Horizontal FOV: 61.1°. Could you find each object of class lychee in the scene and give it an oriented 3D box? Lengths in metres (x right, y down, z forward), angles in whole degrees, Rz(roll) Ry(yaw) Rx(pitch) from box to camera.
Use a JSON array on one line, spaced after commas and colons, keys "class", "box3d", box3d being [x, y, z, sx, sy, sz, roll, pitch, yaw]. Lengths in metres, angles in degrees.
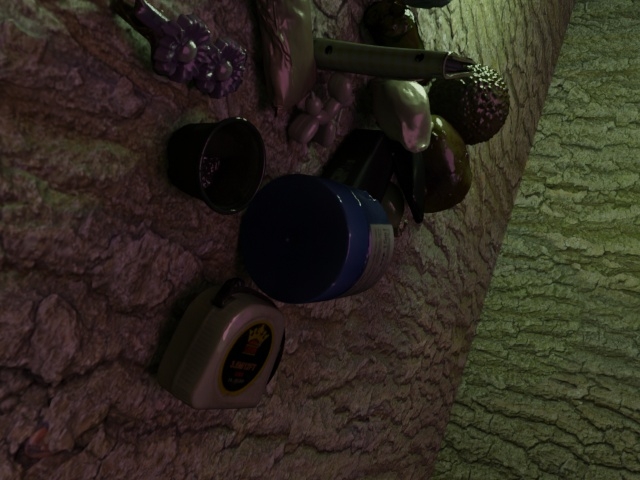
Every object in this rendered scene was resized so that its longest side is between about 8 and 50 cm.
[{"class": "lychee", "box3d": [0.449, -0.418, 1.662, 0.274, 0.255, 0.256, 5, 97, -76]}]

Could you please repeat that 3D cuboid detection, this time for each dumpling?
[{"class": "dumpling", "box3d": [0.210, -0.323, 1.350, 0.162, 0.250, 0.132, -7, 154, -24]}]

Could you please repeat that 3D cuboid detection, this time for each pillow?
[{"class": "pillow", "box3d": [-0.065, -0.388, 1.018, 0.173, 0.067, 0.270, -50, 140, -46]}]

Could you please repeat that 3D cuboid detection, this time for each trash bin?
[{"class": "trash bin", "box3d": [0.091, -0.142, 1.327, 0.226, 0.115, 0.165, -60, 146, -29]}]

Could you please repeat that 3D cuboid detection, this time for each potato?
[{"class": "potato", "box3d": [0.344, -0.224, 1.631, 0.173, 0.210, 0.308, -71, 150, -55]}]

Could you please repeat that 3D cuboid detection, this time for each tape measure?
[{"class": "tape measure", "box3d": [-0.164, 0.193, 1.030, 0.232, 0.132, 0.271, -64, 150, -6]}]

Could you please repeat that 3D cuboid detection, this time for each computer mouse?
[{"class": "computer mouse", "box3d": [0.240, -0.190, 1.450, 0.168, 0.087, 0.295, 54, 19, -63]}]

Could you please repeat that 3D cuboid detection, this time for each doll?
[{"class": "doll", "box3d": [0.013, -0.279, 1.158, 0.161, 0.059, 0.160, -9, 131, -56]}]

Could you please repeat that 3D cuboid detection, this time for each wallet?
[{"class": "wallet", "box3d": [0.151, -0.378, 1.139, 0.223, 0.309, 0.077, -18, 120, -57]}]

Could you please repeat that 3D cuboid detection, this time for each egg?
[{"class": "egg", "box3d": [0.170, -0.098, 1.469, 0.114, 0.114, 0.152, -46, 140, -41]}]

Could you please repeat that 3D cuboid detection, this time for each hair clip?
[{"class": "hair clip", "box3d": [-0.197, -0.289, 0.843, 0.106, 0.084, 0.292, -61, 155, 8]}]

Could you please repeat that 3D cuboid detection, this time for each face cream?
[{"class": "face cream", "box3d": [0.000, 0.000, 1.100, 0.225, 0.248, 0.249, 5, 97, -61]}]

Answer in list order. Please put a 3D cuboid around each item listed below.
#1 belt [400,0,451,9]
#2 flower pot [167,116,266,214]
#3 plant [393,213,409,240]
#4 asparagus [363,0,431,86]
[{"class": "belt", "box3d": [0.268, -0.716, 1.361, 0.207, 0.149, 0.258, -54, 145, -49]}, {"class": "flower pot", "box3d": [-0.178, -0.130, 0.895, 0.157, 0.106, 0.158, -32, 131, -47]}, {"class": "plant", "box3d": [0.189, -0.057, 1.579, 0.121, 0.104, 0.117, 3, 63, -32]}, {"class": "asparagus", "box3d": [0.227, -0.481, 1.415, 0.108, 0.128, 0.382, -42, 149, 8]}]
